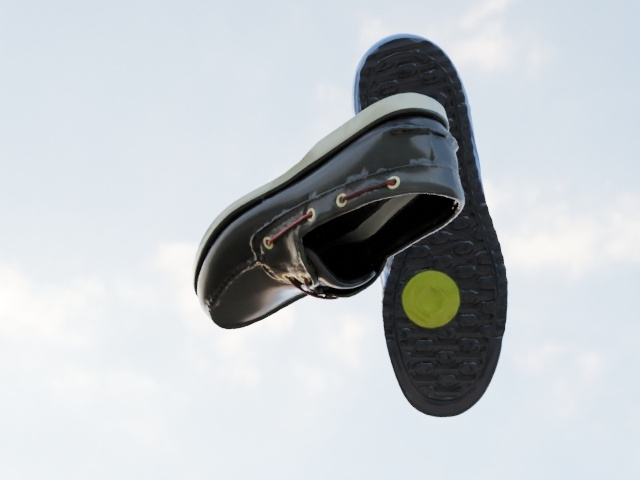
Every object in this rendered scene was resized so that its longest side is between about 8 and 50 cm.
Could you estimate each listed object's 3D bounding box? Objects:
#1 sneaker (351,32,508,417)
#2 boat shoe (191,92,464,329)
[{"bbox_3d":[0.060,-0.010,0.863,0.069,0.082,0.209,-9,-87,2],"label":"sneaker"},{"bbox_3d":[-0.001,0.000,0.561,0.049,0.042,0.133,14,-38,-39],"label":"boat shoe"}]
